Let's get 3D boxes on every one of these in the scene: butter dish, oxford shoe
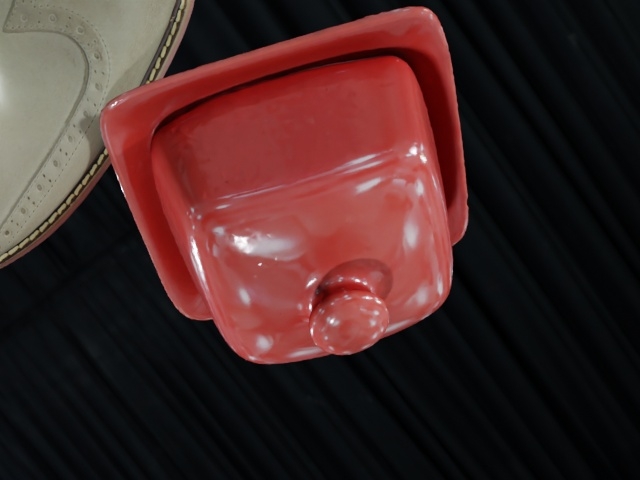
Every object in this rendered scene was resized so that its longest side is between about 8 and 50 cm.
[{"bbox_3d":[0.000,0.000,0.514,0.160,0.160,0.118,-17,-133,-2],"label":"butter dish"},{"bbox_3d":[-0.183,-0.027,0.463,0.348,0.123,0.130,-46,-178,-9],"label":"oxford shoe"}]
